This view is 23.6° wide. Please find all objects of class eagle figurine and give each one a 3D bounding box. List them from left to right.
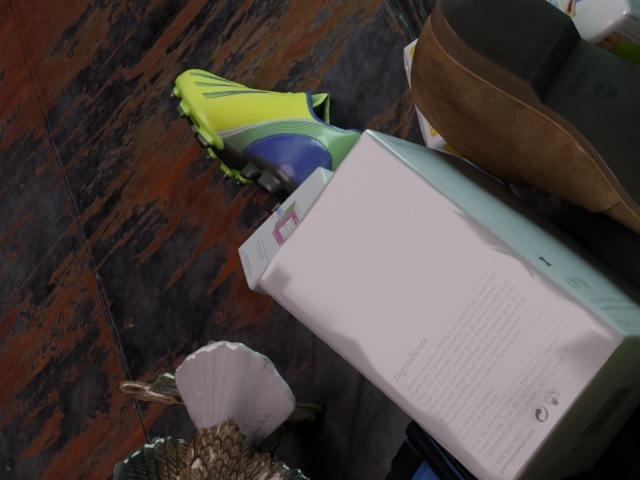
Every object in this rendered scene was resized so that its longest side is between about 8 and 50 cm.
[{"bbox_3d":[-0.088,0.253,1.304,0.226,0.225,0.298,-25,40,42],"label":"eagle figurine"}]

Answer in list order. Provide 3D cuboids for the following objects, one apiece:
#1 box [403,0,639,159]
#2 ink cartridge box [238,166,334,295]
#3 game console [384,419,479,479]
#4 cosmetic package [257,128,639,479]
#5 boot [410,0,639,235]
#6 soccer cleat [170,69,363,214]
[{"bbox_3d":[0.181,-0.146,1.211,0.203,0.114,0.103,-33,55,34],"label":"box"},{"bbox_3d":[0.000,0.000,1.380,0.122,0.089,0.052,-43,46,29],"label":"ink cartridge box"},{"bbox_3d":[0.087,0.247,1.146,0.173,0.250,0.293,-39,46,-2],"label":"game console"},{"bbox_3d":[0.115,0.048,1.073,0.225,0.224,0.138,39,102,20],"label":"cosmetic package"},{"bbox_3d":[0.197,-0.066,1.111,0.305,0.112,0.115,39,145,6],"label":"boot"},{"bbox_3d":[-0.050,-0.110,1.497,0.121,0.093,0.289,-40,38,-9],"label":"soccer cleat"}]
